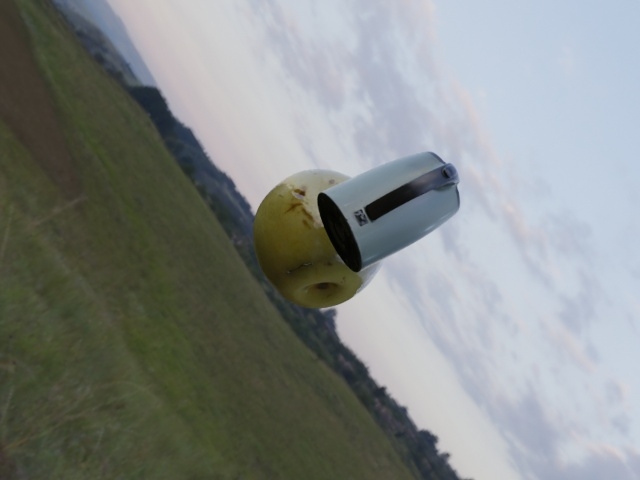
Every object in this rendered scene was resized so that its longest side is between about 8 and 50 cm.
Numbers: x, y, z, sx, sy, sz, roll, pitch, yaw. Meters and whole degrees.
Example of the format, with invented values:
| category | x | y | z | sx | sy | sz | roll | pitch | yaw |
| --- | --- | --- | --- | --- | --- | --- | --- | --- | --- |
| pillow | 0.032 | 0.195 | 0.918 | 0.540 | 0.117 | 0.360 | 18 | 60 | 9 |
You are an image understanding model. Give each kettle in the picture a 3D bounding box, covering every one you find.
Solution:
| category | x | y | z | sx | sy | sz | roll | pitch | yaw |
| --- | --- | --- | --- | --- | --- | --- | --- | --- | --- |
| kettle | 0.139 | -0.067 | 1.394 | 0.161 | 0.236 | 0.221 | 64 | -14 | 6 |

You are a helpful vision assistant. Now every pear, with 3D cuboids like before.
| category | x | y | z | sx | sy | sz | roll | pitch | yaw |
| --- | --- | --- | --- | --- | --- | --- | --- | --- | --- |
| pear | 0.000 | 0.000 | 1.678 | 0.309 | 0.309 | 0.309 | 58 | -5 | 7 |
